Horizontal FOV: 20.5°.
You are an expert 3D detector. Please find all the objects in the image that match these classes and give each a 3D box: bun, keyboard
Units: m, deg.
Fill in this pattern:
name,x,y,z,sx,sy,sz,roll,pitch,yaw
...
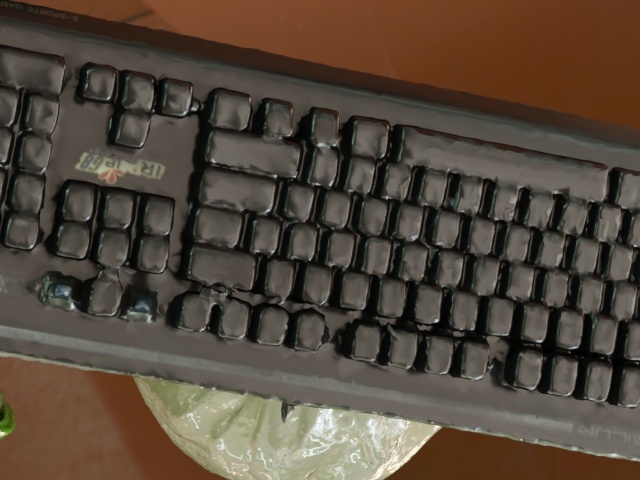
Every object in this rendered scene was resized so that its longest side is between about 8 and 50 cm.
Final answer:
name,x,y,z,sx,sy,sz,roll,pitch,yaw
bun,-0.013,0.041,1.030,0.231,0.133,0.231,0,85,2
keyboard,0.000,0.000,0.449,0.230,0.025,0.094,10,82,-15

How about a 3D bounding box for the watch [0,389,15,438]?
name,x,y,z,sx,sy,sz,roll,pitch,yaw
watch,-0.271,0.076,1.073,0.131,0.152,0.165,-38,113,4
